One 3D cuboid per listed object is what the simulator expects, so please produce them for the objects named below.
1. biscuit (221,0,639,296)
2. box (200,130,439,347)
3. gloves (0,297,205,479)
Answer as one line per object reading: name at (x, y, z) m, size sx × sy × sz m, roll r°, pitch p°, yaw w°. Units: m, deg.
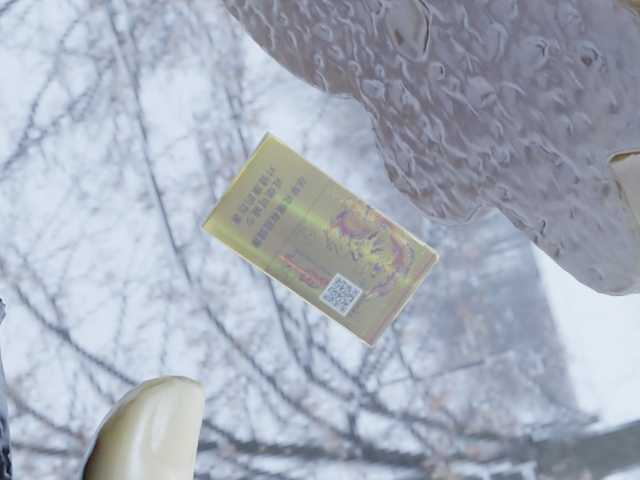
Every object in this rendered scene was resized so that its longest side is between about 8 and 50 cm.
biscuit at (0.030, -0.084, 0.497) m, size 0.236 × 0.039 × 0.180 m, roll 39°, pitch 152°, yaw 26°
box at (0.000, 0.000, 1.129) m, size 0.156 × 0.089 × 0.022 m, roll 34°, pitch -174°, yaw -10°
gloves at (-0.102, 0.072, 0.365) m, size 0.106 × 0.129 × 0.180 m, roll 11°, pitch -108°, yaw -58°
